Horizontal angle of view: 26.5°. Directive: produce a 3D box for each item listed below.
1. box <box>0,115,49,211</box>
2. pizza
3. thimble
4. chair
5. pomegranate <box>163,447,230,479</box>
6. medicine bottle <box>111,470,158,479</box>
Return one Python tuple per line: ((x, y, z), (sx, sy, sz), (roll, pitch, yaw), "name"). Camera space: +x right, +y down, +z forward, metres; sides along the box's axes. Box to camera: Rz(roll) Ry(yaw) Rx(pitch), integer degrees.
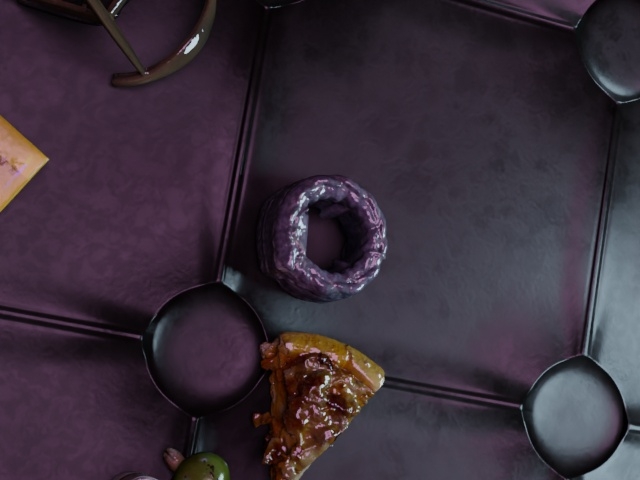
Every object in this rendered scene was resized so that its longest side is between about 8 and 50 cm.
((-0.440, -0.040, 1.469), (0.152, 0.043, 0.269), (44, 73, -11), "box")
((-0.016, 0.206, 1.591), (0.154, 0.069, 0.194), (23, 77, -18), "pizza")
((0.001, -0.002, 1.600), (0.150, 0.098, 0.150), (2, 85, -21), "thimble")
((-0.243, -0.316, 1.512), (0.188, 0.166, 0.272), (-57, 147, -16), "chair")
((-0.145, 0.275, 1.546), (0.084, 0.073, 0.073), (7, 82, 18), "pomegranate")
((-0.203, 0.286, 1.506), (0.057, 0.089, 0.057), (2, 85, -19), "medicine bottle")
